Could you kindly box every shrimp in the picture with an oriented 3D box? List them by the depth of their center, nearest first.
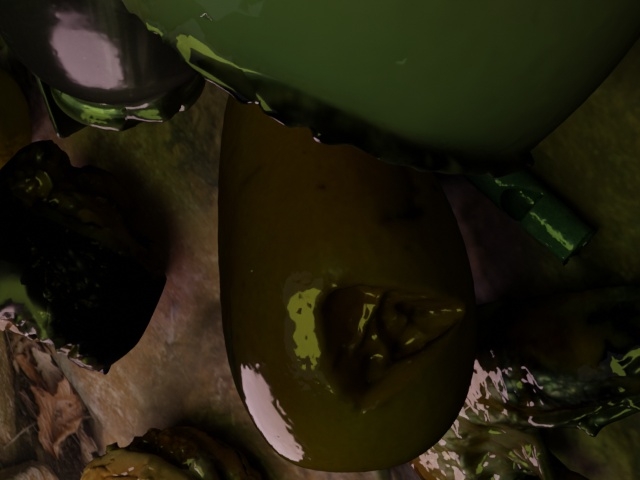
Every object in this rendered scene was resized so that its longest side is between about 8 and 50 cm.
[{"bbox_3d":[0.221,0.156,0.779,0.445,0.085,0.272,-27,94,49],"label":"shrimp"}]

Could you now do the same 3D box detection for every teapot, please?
[{"bbox_3d":[-0.209,-0.236,0.870,0.322,0.239,0.239,28,141,23],"label":"teapot"}]

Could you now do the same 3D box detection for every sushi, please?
[{"bbox_3d":[-0.269,0.018,1.079,0.213,0.204,0.200,31,165,-12],"label":"sushi"}]

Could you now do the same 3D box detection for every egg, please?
[{"bbox_3d":[0.059,-0.265,0.536,0.354,0.355,0.339,40,120,20],"label":"egg"}]

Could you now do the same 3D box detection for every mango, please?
[{"bbox_3d":[0.000,0.000,0.783,0.253,0.182,0.364,106,149,-64],"label":"mango"}]

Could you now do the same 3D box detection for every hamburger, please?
[{"bbox_3d":[-0.164,0.357,1.187,0.260,0.145,0.283,-14,95,48],"label":"hamburger"}]

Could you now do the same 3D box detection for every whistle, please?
[{"bbox_3d":[0.132,-0.056,0.784,0.186,0.039,0.039,45,134,17],"label":"whistle"}]

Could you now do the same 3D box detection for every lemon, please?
[{"bbox_3d":[-0.422,-0.128,1.151,0.178,0.178,0.203,52,137,9],"label":"lemon"}]

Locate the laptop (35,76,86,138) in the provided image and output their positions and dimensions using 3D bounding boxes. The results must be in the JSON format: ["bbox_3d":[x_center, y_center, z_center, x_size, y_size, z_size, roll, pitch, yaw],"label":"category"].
[{"bbox_3d":[-0.288,-0.236,1.001,0.187,0.015,0.269,-114,7,-77],"label":"laptop"}]
